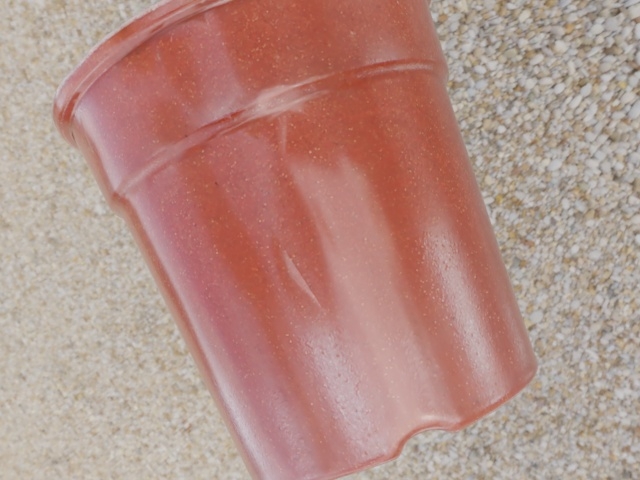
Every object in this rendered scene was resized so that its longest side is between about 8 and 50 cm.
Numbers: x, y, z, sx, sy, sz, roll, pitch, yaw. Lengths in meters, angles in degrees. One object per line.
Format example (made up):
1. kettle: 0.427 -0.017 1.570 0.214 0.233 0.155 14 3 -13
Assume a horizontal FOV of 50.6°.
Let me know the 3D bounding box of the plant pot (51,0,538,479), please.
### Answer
1. plant pot: 0.000 0.000 0.461 0.272 0.272 0.265 -26 84 40
